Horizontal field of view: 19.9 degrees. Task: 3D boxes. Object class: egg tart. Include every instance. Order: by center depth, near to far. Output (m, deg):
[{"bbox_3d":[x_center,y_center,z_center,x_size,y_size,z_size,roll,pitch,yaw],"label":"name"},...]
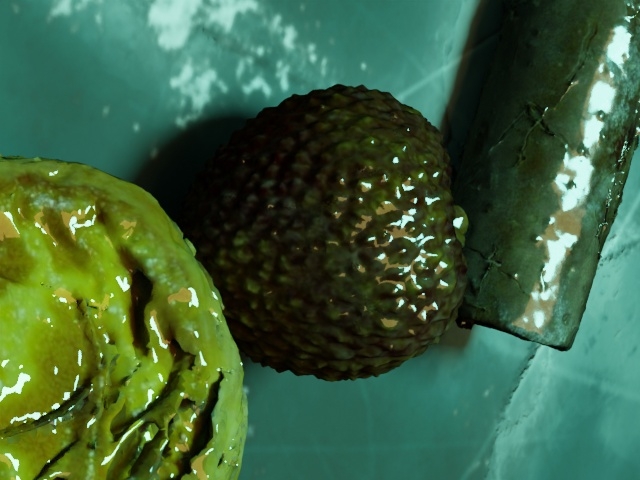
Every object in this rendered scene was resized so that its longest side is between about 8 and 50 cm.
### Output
[{"bbox_3d":[-0.181,0.089,0.987,0.297,0.132,0.297,15,61,-30],"label":"egg tart"}]

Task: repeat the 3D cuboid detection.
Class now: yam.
[{"bbox_3d":[0.163,-0.065,1.319,0.131,0.131,0.279,24,81,-44],"label":"yam"}]

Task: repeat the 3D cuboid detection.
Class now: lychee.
[{"bbox_3d":[0.004,-0.003,1.136,0.194,0.194,0.194,-10,104,-44],"label":"lychee"}]
